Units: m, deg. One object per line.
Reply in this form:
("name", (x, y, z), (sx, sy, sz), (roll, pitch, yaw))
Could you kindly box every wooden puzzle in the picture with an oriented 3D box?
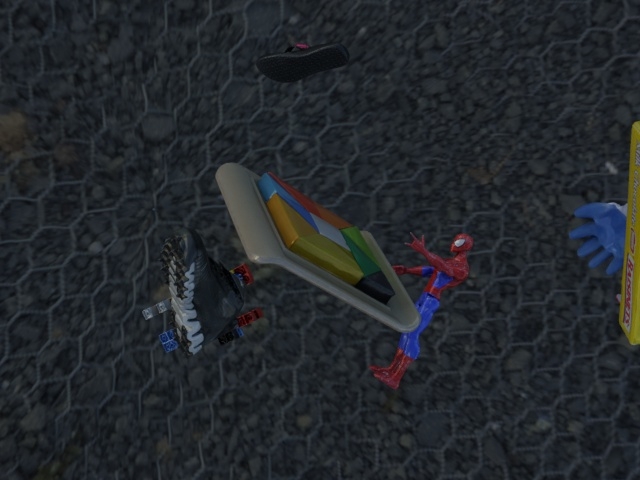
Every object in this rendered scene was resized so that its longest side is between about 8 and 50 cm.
("wooden puzzle", (0.000, 0.000, 1.198), (0.238, 0.221, 0.044), (25, 111, -30))

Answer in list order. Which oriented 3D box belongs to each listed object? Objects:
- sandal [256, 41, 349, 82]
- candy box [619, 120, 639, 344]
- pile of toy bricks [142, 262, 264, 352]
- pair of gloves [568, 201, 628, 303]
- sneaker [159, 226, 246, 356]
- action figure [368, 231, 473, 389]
("sandal", (-0.029, -0.323, 1.776), (0.179, 0.067, 0.040), (-7, 51, 25))
("candy box", (0.239, -0.009, 0.438), (0.206, 0.027, 0.105), (-5, 121, 2))
("pile of toy bricks", (-0.169, 0.108, 1.615), (0.212, 0.105, 0.118), (-25, 90, 28))
("pair of gloves", (0.381, 0.034, 1.199), (0.023, 0.159, 0.198), (-32, 87, -21))
("sneaker", (-0.150, 0.057, 1.331), (0.106, 0.234, 0.078), (-22, 53, -21))
("action figure", (0.146, 0.092, 1.666), (0.139, 0.091, 0.280), (34, 91, -11))
